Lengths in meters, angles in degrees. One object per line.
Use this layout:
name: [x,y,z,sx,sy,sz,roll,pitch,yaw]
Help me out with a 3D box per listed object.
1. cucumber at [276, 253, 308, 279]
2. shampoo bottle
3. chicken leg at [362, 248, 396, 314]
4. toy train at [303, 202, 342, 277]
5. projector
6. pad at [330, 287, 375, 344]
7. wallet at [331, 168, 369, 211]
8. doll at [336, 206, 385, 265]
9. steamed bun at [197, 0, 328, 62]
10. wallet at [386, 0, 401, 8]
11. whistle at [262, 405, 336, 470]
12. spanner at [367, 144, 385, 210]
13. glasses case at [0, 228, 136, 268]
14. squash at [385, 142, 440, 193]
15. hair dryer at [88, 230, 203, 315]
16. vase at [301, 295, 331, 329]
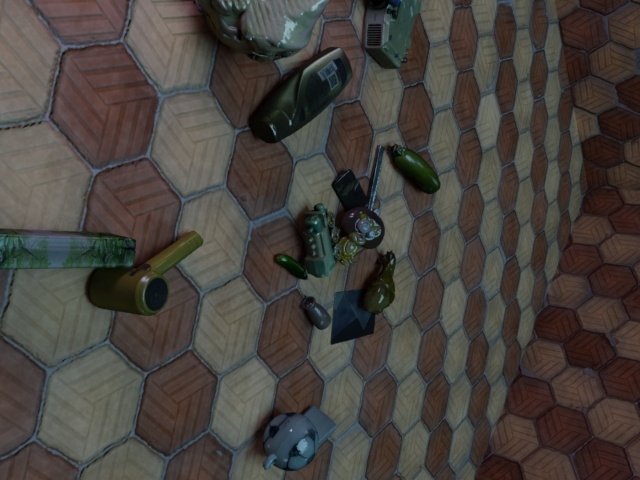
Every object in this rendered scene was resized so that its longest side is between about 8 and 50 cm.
cucumber: [-0.069,0.071,1.722,0.155,0.037,0.037,41,65,-49]
shampoo bottle: [-0.044,-0.367,1.626,0.350,0.084,0.125,-50,131,-34]
chicken leg: [0.200,0.140,2.052,0.103,0.088,0.227,45,53,-34]
toy train: [0.000,0.000,1.747,0.125,0.081,0.193,-53,138,-52]
projector: [0.216,-0.671,1.900,0.194,0.088,0.269,25,77,-55]
pad: [0.111,0.233,2.016,0.243,0.004,0.163,-2,99,-52]
wallet: [0.090,-0.137,1.889,0.082,0.018,0.156,-42,132,-14]
doll: [0.118,-0.010,1.883,0.145,0.096,0.188,15,88,-20]
steamed bun: [-0.121,-0.536,1.384,0.268,0.207,0.280,29,92,-12]
wallet: [0.157,-0.757,1.765,0.202,0.059,0.141,29,69,-22]
whistle: [-0.059,0.525,1.733,0.290,0.164,0.163,-32,122,-46]
spanner: [0.157,-0.139,1.987,0.093,0.026,0.325,18,81,-52]
glasses case: [-0.470,0.017,1.138,0.272,0.095,0.062,3,96,-52]
squash: [0.316,-0.238,2.124,0.331,0.087,0.087,33,71,-48]
hair dryer: [-0.327,0.055,1.317,0.279,0.135,0.090,-45,131,-51]
vase: [-0.012,0.204,1.809,0.053,0.053,0.100,-58,133,-27]
